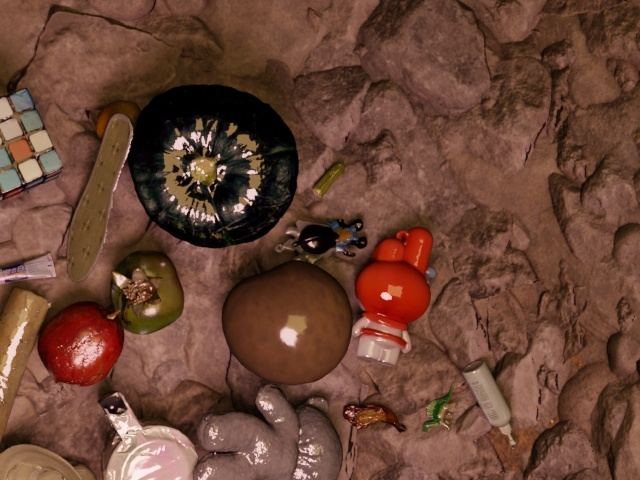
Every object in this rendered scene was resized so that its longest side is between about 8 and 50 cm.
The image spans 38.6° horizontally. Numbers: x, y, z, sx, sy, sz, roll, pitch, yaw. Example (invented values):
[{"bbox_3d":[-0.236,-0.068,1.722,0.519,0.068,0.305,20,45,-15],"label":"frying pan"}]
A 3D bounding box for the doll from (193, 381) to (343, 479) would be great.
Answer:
[{"bbox_3d":[-0.106,0.386,1.708,0.340,0.158,0.246,6,85,-36],"label":"doll"}]

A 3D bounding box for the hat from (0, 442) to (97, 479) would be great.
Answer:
[{"bbox_3d":[-0.452,0.451,1.618,0.110,0.252,0.252,-30,100,-59],"label":"hat"}]

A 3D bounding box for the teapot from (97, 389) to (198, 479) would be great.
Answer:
[{"bbox_3d":[-0.339,0.379,1.635,0.221,0.178,0.163,38,78,-20],"label":"teapot"}]

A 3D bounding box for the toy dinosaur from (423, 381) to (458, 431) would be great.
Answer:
[{"bbox_3d":[0.253,0.349,1.910,0.060,0.029,0.120,19,80,0],"label":"toy dinosaur"}]

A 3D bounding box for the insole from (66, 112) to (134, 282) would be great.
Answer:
[{"bbox_3d":[-0.400,-0.074,1.641,0.007,0.109,0.322,5,110,-51],"label":"insole"}]

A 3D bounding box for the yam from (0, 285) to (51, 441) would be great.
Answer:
[{"bbox_3d":[-0.573,0.265,1.609,0.083,0.083,0.372,21,84,-17],"label":"yam"}]

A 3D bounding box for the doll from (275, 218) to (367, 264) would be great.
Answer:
[{"bbox_3d":[0.000,0.000,1.813,0.195,0.070,0.096,-10,76,-25],"label":"doll"}]

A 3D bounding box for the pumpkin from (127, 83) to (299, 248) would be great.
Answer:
[{"bbox_3d":[-0.190,-0.138,1.672,0.315,0.238,0.316,0,93,0],"label":"pumpkin"}]

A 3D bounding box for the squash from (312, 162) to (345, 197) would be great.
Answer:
[{"bbox_3d":[0.019,-0.125,1.842,0.027,0.027,0.083,43,75,-13],"label":"squash"}]

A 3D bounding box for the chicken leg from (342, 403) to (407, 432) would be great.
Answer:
[{"bbox_3d":[0.113,0.360,1.857,0.144,0.037,0.062,9,108,-17],"label":"chicken leg"}]

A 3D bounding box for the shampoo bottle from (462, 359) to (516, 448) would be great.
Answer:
[{"bbox_3d":[0.365,0.349,1.930,0.056,0.056,0.195,-31,99,-17],"label":"shampoo bottle"}]

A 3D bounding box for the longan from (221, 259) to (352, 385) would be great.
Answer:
[{"bbox_3d":[-0.062,0.151,1.713,0.248,0.248,0.248,1,88,-18],"label":"longan"}]

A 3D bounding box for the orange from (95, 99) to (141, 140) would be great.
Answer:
[{"bbox_3d":[-0.368,-0.216,1.689,0.085,0.085,0.095,40,70,-13],"label":"orange"}]

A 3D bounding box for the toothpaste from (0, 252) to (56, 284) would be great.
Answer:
[{"bbox_3d":[-0.565,0.062,1.644,0.169,0.028,0.045,-13,86,-20],"label":"toothpaste"}]

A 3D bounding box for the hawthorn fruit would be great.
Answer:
[{"bbox_3d":[-0.415,0.174,1.620,0.148,0.148,0.172,38,104,-14],"label":"hawthorn fruit"}]

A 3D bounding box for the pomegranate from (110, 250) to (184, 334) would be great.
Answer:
[{"bbox_3d":[-0.316,0.095,1.642,0.131,0.191,0.152,-17,92,-4],"label":"pomegranate"}]

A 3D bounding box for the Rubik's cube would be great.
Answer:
[{"bbox_3d":[-0.549,-0.158,1.588,0.151,0.155,0.154,-26,97,-17],"label":"Rubik's cube"}]

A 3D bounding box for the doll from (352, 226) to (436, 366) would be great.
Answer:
[{"bbox_3d":[0.146,0.102,1.827,0.160,0.130,0.291,19,77,-14],"label":"doll"}]
